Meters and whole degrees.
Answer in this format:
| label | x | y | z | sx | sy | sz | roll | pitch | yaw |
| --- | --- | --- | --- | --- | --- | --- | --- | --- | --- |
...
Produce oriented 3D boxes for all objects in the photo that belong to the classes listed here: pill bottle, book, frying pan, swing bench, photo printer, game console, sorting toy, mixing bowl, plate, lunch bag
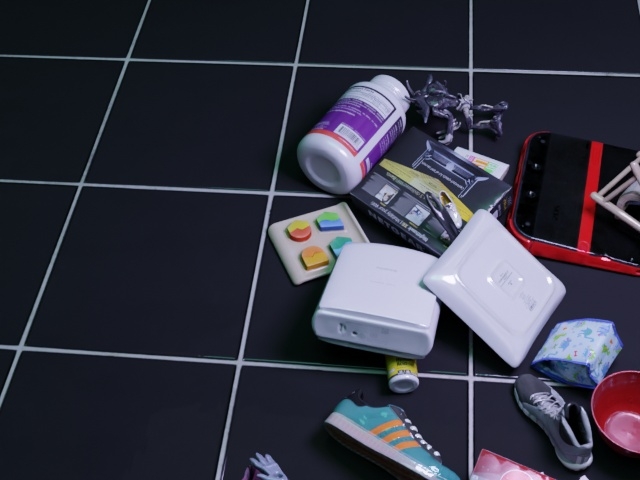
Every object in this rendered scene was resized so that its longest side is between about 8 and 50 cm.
| label | x | y | z | sx | sy | sz | roll | pitch | yaw |
| --- | --- | --- | --- | --- | --- | --- | --- | --- | --- |
| pill bottle | 0.170 | 0.260 | 1.883 | 0.065 | 0.065 | 0.116 | -5 | 49 | 0 |
| book | 0.393 | -0.180 | 2.251 | 0.144 | 0.035 | 0.096 | 22 | 52 | 22 |
| frying pan | 0.319 | 0.058 | 1.975 | 0.326 | 0.053 | 0.197 | 34 | 65 | -3 |
| swing bench | 0.810 | -0.099 | 2.039 | 0.253 | 0.165 | 0.254 | -35 | 81 | -35 |
| photo printer | 0.139 | 0.114 | 1.933 | 0.256 | 0.107 | 0.307 | 10 | 33 | 10 |
| game console | 0.641 | -0.099 | 2.160 | 0.342 | 0.060 | 0.386 | 14 | 54 | 8 |
| pill bottle | 0.094 | -0.277 | 2.249 | 0.182 | 0.181 | 0.323 | 26 | 56 | 22 |
| sorting toy | 0.000 | 0.000 | 2.121 | 0.208 | 0.038 | 0.193 | -20 | 53 | -12 |
| mixing bowl | 0.620 | 0.360 | 1.752 | 0.182 | 0.098 | 0.181 | -2 | 50 | 2 |
| plate | 0.393 | 0.091 | 1.923 | 0.278 | 0.045 | 0.277 | 44 | 53 | 0 |
| lunch bag | 0.535 | 0.233 | 1.866 | 0.151 | 0.096 | 0.129 | 6 | 44 | 47 |

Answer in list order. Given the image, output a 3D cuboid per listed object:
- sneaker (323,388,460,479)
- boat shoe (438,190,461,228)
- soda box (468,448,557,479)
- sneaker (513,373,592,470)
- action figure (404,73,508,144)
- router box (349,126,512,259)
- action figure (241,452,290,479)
| label | x | y | z | sx | sy | sz | roll | pitch | yaw |
| --- | --- | --- | --- | --- | --- | --- | --- | --- | --- |
| sneaker | 0.157 | 0.393 | 1.749 | 0.302 | 0.108 | 0.121 | 28 | 62 | 25 |
| boat shoe | 0.296 | -0.072 | 2.036 | 0.035 | 0.035 | 0.100 | -19 | 59 | 3 |
| soda box | 0.409 | 0.495 | 1.666 | 0.263 | 0.083 | 0.092 | 21 | 56 | 18 |
| sneaker | 0.472 | 0.333 | 1.762 | 0.086 | 0.132 | 0.228 | -23 | 54 | -15 |
| action figure | 0.339 | -0.332 | 2.308 | 0.276 | 0.141 | 0.164 | 13 | 54 | -6 |
| router box | 0.265 | -0.102 | 2.130 | 0.309 | 0.081 | 0.243 | 37 | 75 | 28 |
| action figure | -0.115 | 0.569 | 1.519 | 0.276 | 0.370 | 0.248 | 23 | 13 | 16 |
